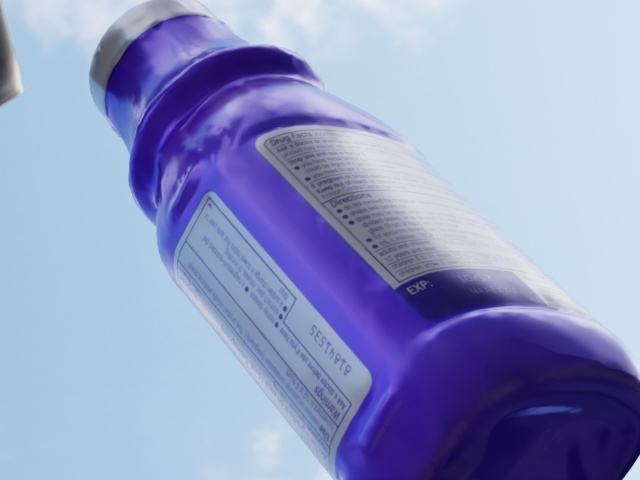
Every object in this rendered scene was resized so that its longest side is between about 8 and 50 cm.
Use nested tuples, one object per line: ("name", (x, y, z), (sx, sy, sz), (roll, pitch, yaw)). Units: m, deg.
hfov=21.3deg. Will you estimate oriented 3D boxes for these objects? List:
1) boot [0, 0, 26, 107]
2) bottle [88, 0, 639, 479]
("boot", (-0.158, -0.157, 0.710), (0.189, 0.076, 0.208), (-24, -73, -20))
("bottle", (0.000, 0.000, 0.648), (0.118, 0.283, 0.092), (10, -63, -43))
